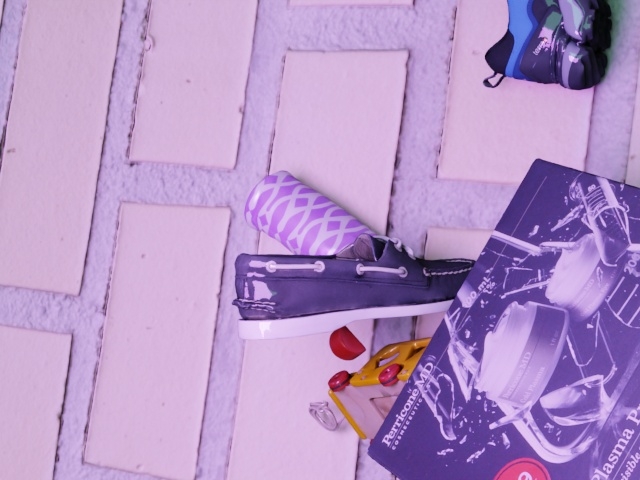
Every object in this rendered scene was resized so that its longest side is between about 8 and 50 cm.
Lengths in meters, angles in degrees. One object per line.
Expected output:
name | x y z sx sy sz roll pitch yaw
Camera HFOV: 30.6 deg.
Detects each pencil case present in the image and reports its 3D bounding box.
pencil case | 0.000 0.000 1.370 0.206 0.086 0.088 37 135 29

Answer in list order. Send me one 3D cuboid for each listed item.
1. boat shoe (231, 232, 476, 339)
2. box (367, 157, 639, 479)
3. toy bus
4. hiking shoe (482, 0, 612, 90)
boat shoe | 0.050 0.037 1.223 0.114 0.302 0.091 0 97 55
box | 0.260 0.137 1.061 0.343 0.179 0.312 -60 32 -3
toy bus | 0.094 0.161 1.283 0.202 0.191 0.104 32 55 27
hiking shoe | 0.249 -0.316 1.262 0.132 0.113 0.304 7 87 28
